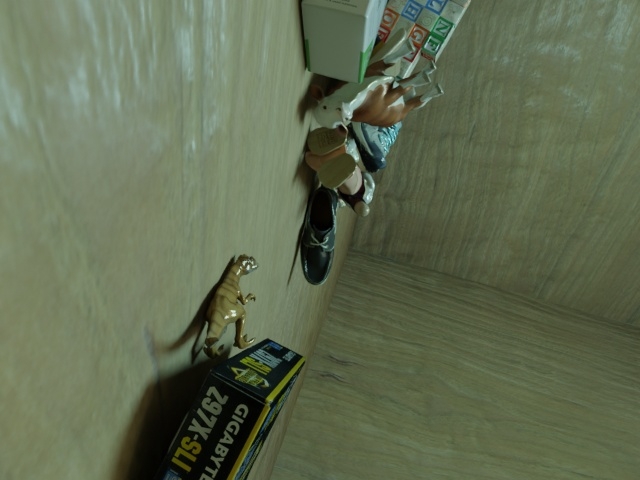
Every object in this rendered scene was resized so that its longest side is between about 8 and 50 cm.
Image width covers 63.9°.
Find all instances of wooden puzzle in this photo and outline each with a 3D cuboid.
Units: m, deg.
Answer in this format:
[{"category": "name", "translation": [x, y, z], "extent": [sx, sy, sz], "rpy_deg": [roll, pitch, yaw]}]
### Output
[{"category": "wooden puzzle", "translation": [0.089, -0.333, 1.105], "extent": [0.221, 0.044, 0.239], "rpy_deg": [-45, 176, 1]}]

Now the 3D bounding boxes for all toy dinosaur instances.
[{"category": "toy dinosaur", "translation": [-0.118, 0.092, 0.607], "extent": [0.211, 0.064, 0.112], "rpy_deg": [-84, 173, -61]}]

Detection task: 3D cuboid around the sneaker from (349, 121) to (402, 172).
[{"category": "sneaker", "translation": [0.139, -0.274, 1.252], "extent": [0.283, 0.122, 0.110], "rpy_deg": [-96, 165, -49]}]

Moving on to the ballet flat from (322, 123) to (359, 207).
[{"category": "ballet flat", "translation": [0.058, -0.195, 1.343], "extent": [0.091, 0.077, 0.240], "rpy_deg": [-39, 144, -80]}]

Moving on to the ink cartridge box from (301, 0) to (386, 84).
[{"category": "ink cartridge box", "translation": [0.050, -0.370, 0.741], "extent": [0.160, 0.093, 0.219], "rpy_deg": [84, 21, -75]}]

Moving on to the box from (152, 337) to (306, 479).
[{"category": "box", "translation": [-0.122, 0.267, 0.649], "extent": [0.257, 0.079, 0.322], "rpy_deg": [-64, 173, -3]}]

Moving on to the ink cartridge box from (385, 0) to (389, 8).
[{"category": "ink cartridge box", "translation": [0.186, -0.735, 1.243], "extent": [0.275, 0.060, 0.238], "rpy_deg": [10, 97, -84]}]

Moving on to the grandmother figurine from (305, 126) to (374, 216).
[{"category": "grandmother figurine", "translation": [0.052, -0.141, 1.106], "extent": [0.342, 0.104, 0.207], "rpy_deg": [39, 42, -74]}]

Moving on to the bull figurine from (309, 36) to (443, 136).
[{"category": "bull figurine", "translation": [0.109, -0.266, 0.929], "extent": [0.101, 0.188, 0.310], "rpy_deg": [66, 25, -1]}]

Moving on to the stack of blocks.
[{"category": "stack of blocks", "translation": [0.229, -0.516, 1.294], "extent": [0.297, 0.171, 0.087], "rpy_deg": [-60, 175, 11]}]

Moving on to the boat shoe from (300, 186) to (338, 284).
[{"category": "boat shoe", "translation": [-0.006, -0.009, 1.195], "extent": [0.079, 0.084, 0.233], "rpy_deg": [-17, 115, -86]}]

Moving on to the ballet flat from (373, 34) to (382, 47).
[{"category": "ballet flat", "translation": [0.085, -0.422, 1.062], "extent": [0.203, 0.074, 0.074], "rpy_deg": [-52, 157, -59]}]
